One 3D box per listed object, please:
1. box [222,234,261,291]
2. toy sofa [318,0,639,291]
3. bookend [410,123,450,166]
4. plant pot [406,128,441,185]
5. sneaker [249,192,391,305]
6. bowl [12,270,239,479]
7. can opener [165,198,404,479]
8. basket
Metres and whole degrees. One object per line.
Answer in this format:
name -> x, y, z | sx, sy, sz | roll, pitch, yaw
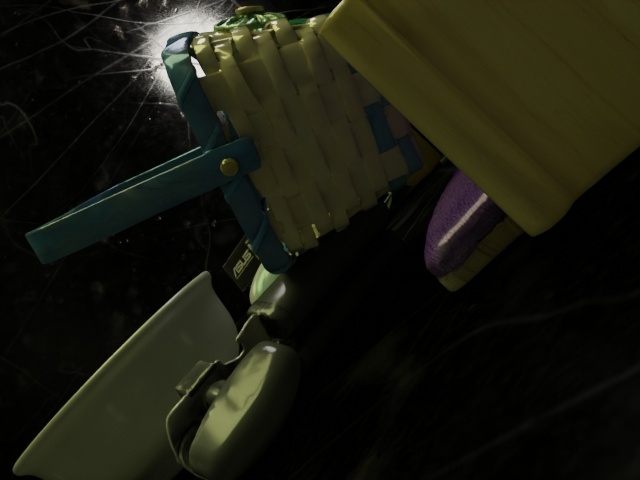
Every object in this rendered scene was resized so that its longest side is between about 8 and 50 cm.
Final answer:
box -> -0.014, -0.034, 1.120 | 0.270, 0.060, 0.216 | -21, -24, -51
toy sofa -> 0.116, -0.128, 0.459 | 0.177, 0.150, 0.362 | -44, 3, 26
bookend -> 0.160, -0.207, 0.893 | 0.072, 0.157, 0.156 | -45, 2, 42
plant pot -> 0.134, -0.131, 0.975 | 0.081, 0.083, 0.081 | -48, 2, -34
sneaker -> 0.000, -0.001, 0.937 | 0.256, 0.094, 0.151 | -45, -5, -22
bowl -> -0.188, 0.186, 0.755 | 0.298, 0.134, 0.298 | -47, 3, 3
can opener -> -0.006, 0.071, 0.520 | 0.095, 0.076, 0.283 | 5, 43, 44
basket -> -0.078, -0.074, 0.555 | 0.289, 0.201, 0.255 | -28, 15, 0
